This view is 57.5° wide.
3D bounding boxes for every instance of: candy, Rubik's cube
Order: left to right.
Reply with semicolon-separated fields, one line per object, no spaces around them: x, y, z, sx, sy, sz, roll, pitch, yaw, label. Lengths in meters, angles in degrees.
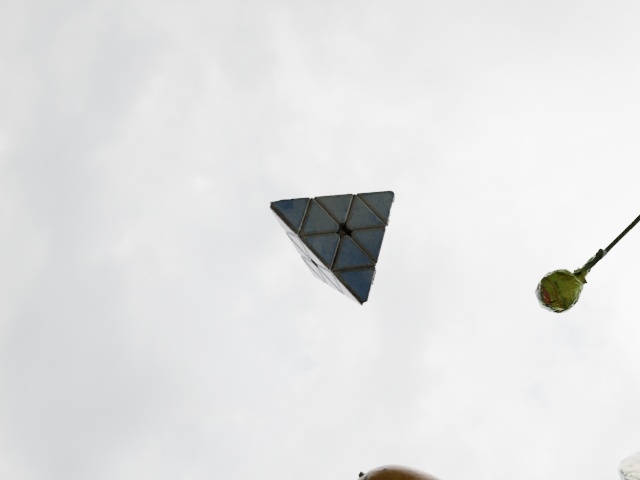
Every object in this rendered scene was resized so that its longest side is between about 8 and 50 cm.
0.000;0.000;0.886;0.211;0.178;0.190;-51;-154;21;Rubik's cube
0.227;0.013;0.479;0.123;0.035;0.035;-46;-119;12;candy

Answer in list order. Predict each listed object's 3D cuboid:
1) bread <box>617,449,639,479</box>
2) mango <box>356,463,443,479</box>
0.559;0.322;0.826;0.267;0.267;0.040;-18;-101;23;bread
0.111;0.319;0.648;0.178;0.090;0.115;15;-94;31;mango
